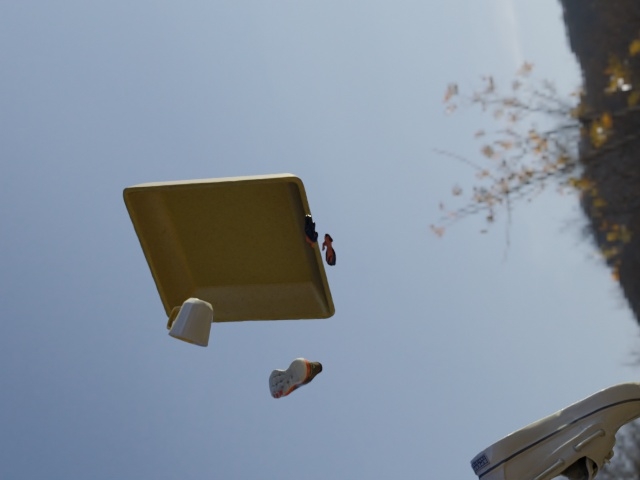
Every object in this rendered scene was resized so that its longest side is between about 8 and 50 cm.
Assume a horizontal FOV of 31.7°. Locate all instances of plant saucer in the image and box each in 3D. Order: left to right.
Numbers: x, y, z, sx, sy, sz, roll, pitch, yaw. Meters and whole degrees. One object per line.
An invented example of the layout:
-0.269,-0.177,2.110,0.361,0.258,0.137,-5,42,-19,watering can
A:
-0.155,0.003,2.065,0.081,0.333,0.332,-76,-22,-49,plant saucer

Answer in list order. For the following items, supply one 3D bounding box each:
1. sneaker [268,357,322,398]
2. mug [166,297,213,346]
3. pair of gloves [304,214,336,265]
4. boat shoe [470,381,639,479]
-0.048,0.280,2.270,0.065,0.158,0.061,3,-111,-33,sneaker
-0.199,0.121,1.716,0.062,0.078,0.064,63,-137,-75,mug
0.000,0.000,1.798,0.010,0.083,0.074,-29,-33,-20,pair of gloves
0.294,0.243,1.316,0.084,0.258,0.095,60,154,22,boat shoe
